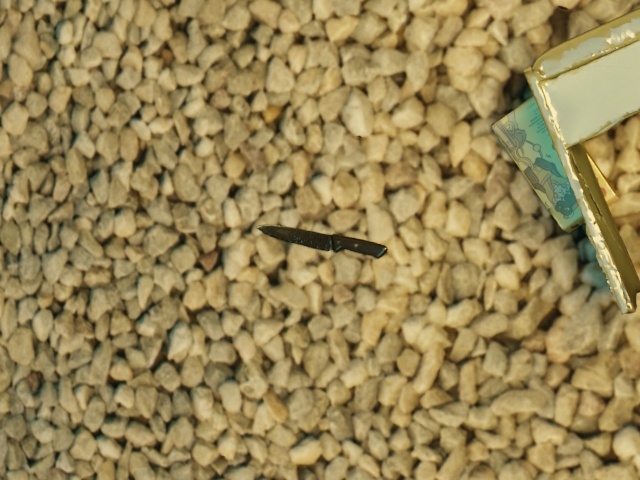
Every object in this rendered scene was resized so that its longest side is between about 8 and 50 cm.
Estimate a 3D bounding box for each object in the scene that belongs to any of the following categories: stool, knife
[{"bbox_3d":[0.371,-0.101,1.268,0.244,0.170,0.269,-22,89,19],"label":"stool"},{"bbox_3d":[0.000,0.000,1.530,0.170,0.010,0.023,12,96,22],"label":"knife"}]

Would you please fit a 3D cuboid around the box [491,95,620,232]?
[{"bbox_3d":[0.258,-0.087,1.407,0.073,0.020,0.149,-36,84,21],"label":"box"}]
